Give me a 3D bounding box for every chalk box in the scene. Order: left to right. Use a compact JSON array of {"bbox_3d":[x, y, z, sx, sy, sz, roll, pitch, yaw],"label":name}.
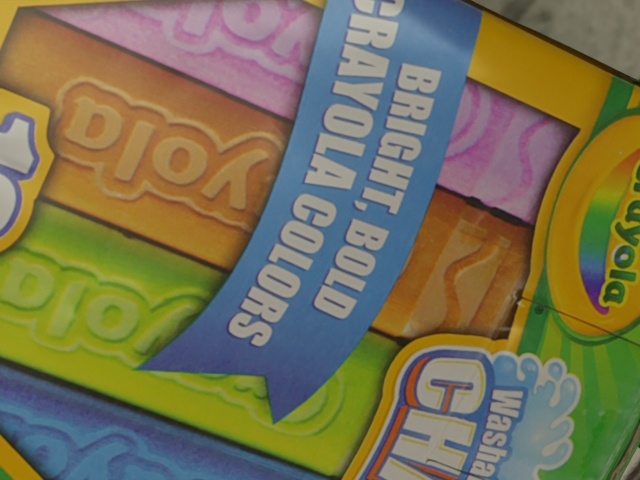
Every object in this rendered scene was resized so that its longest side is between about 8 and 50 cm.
[{"bbox_3d":[0.000,0.000,0.455,0.289,0.180,0.179,22,101,-19],"label":"chalk box"}]
